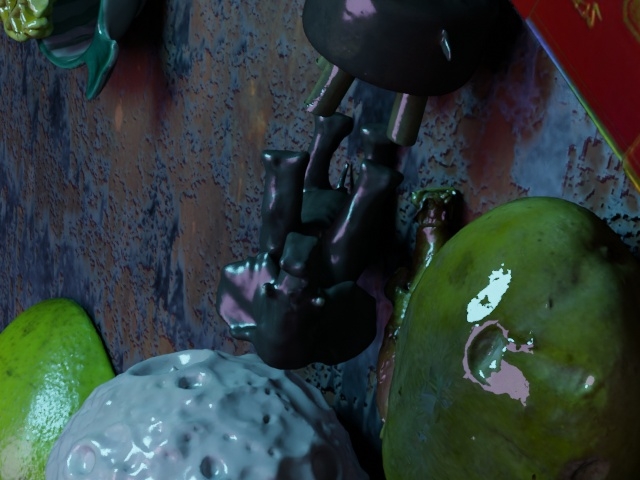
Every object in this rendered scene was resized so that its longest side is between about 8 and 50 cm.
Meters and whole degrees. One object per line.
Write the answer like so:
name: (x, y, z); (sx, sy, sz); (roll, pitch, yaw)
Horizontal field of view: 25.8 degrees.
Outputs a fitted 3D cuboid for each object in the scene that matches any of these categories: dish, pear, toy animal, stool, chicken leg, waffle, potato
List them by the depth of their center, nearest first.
potato: (0.120, 0.095, 0.861); (0.228, 0.149, 0.197); (-58, 36, 43)
stool: (0.040, -0.162, 0.959); (0.217, 0.125, 0.121); (64, 144, 41)
toy animal: (0.005, 0.002, 0.992); (0.115, 0.245, 0.146); (23, 113, 14)
chicken leg: (0.073, 0.050, 0.998); (0.093, 0.070, 0.178); (5, 92, 62)
dish: (-0.215, -0.254, 1.353); (0.224, 0.078, 0.246); (-51, 54, 47)
waffle: (-0.289, -0.280, 1.356); (0.191, 0.038, 0.191); (14, 108, 55)
pear: (-0.319, 0.182, 1.544); (0.288, 0.139, 0.239); (8, 93, 54)

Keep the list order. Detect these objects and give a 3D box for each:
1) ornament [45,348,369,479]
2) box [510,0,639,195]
ornament: (-0.092, 0.201, 1.089); (0.259, 0.259, 0.225); (-1, 104, 56)
box: (0.205, -0.153, 0.743); (0.313, 0.089, 0.197); (62, 139, 28)
